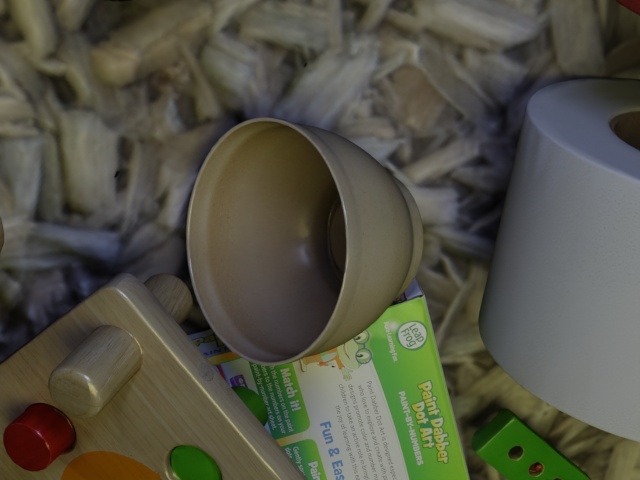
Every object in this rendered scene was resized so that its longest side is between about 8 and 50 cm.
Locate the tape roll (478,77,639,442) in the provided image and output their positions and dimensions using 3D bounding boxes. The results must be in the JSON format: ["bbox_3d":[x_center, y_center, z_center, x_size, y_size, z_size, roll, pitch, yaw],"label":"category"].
[{"bbox_3d":[0.241,0.008,0.835,0.246,0.246,0.169,3,116,-15],"label":"tape roll"}]

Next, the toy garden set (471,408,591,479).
[{"bbox_3d":[0.134,0.274,1.058,0.244,0.049,0.204,-45,116,10],"label":"toy garden set"}]

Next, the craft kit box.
[{"bbox_3d":[-0.015,0.173,0.936,0.246,0.061,0.250,-14,111,1],"label":"craft kit box"}]

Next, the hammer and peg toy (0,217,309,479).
[{"bbox_3d":[-0.164,0.134,0.811,0.266,0.127,0.361,-35,98,34],"label":"hammer and peg toy"}]

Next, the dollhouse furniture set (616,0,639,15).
[{"bbox_3d":[0.338,-0.149,0.604,0.152,0.374,0.201,-32,146,-29],"label":"dollhouse furniture set"}]

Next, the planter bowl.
[{"bbox_3d":[0.000,0.000,0.835,0.109,0.162,0.162,-1,120,-43],"label":"planter bowl"}]
